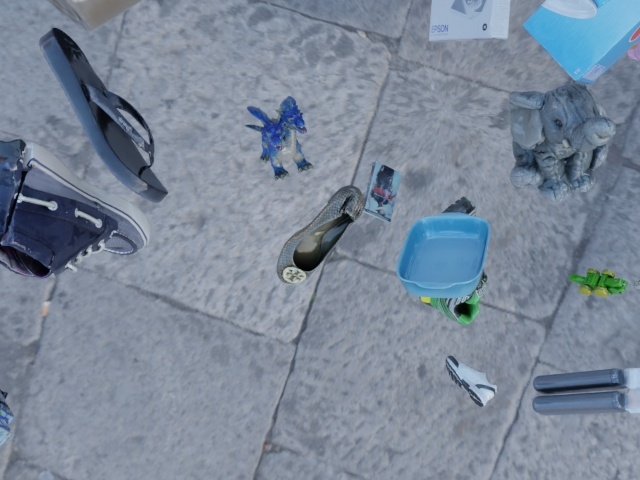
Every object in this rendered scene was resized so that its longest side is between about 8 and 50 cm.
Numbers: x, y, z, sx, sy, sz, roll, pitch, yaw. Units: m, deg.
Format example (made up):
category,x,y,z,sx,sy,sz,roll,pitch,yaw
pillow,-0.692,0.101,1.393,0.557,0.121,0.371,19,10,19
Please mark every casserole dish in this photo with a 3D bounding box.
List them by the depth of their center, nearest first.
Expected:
category,x,y,z,sx,sy,sz,roll,pitch,yaw
casserole dish,0.167,0.023,1.061,0.114,0.188,0.037,1,123,18

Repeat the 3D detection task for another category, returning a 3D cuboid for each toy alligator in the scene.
category,x,y,z,sx,sy,sz,roll,pitch,yaw
toy alligator,0.623,0.098,1.701,0.051,0.189,0.056,41,69,-31

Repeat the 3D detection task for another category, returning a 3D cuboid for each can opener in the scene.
category,x,y,z,sx,sy,sz,roll,pitch,yaw
can opener,0.483,0.252,1.290,0.280,0.093,0.074,-13,56,39

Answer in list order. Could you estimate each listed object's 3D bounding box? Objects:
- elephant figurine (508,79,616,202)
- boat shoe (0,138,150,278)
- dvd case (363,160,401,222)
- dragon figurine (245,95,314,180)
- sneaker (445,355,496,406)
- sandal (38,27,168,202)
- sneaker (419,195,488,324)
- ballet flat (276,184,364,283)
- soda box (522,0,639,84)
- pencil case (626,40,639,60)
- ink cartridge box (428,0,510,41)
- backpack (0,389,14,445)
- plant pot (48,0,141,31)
category,x,y,z,sx,sy,sz,roll,pitch,yaw
elephant figurine,0.367,-0.183,1.187,0.186,0.239,0.169,28,69,23
boat shoe,-0.375,-0.005,1.164,0.127,0.340,0.158,-8,67,23
dvd case,0.139,-0.110,1.787,0.013,0.087,0.120,5,77,51
dragon figurine,-0.077,-0.202,1.382,0.085,0.289,0.144,-16,123,-7
sneaker,0.254,0.233,1.338,0.043,0.040,0.109,-32,53,-15
sandal,-0.264,-0.161,0.983,0.054,0.097,0.255,-32,89,9
sneaker,0.310,0.046,1.720,0.134,0.344,0.146,-38,54,-25
ballet flat,0.000,0.000,1.500,0.084,0.058,0.250,27,118,-30
soda box,0.273,-0.229,0.652,0.210,0.067,0.071,-46,74,26
pencil case,0.745,-0.357,1.544,0.284,0.124,0.124,40,105,35
ink cartridge box,0.301,-0.516,1.588,0.045,0.223,0.224,-2,101,-26
backpack,-0.433,0.220,0.954,0.105,0.114,0.084,-34,64,-14
plant pot,-0.363,-0.517,1.319,0.323,0.323,0.280,40,82,1
